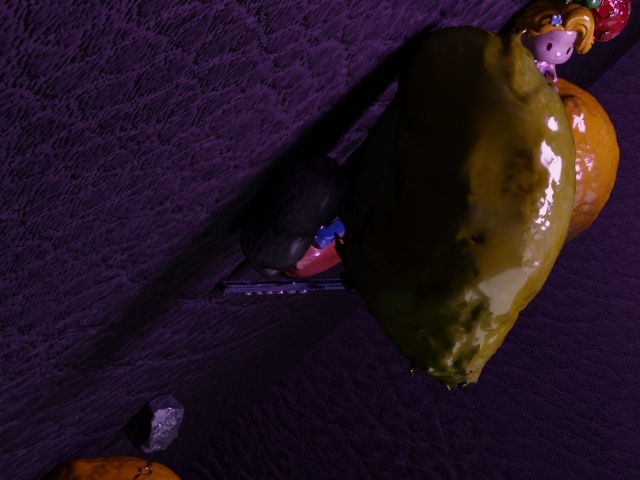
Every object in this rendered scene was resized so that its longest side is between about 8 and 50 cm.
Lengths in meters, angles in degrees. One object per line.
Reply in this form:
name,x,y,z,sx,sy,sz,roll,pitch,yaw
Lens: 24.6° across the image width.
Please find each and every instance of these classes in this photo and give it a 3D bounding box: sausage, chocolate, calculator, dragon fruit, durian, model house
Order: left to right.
model house,-0.241,0.263,2.183,0.079,0.066,0.083,-19,140,-49
chocolate,-0.029,-0.025,1.458,0.072,0.072,0.167,-37,169,-42
calculator,-0.032,0.054,1.732,0.172,0.018,0.057,-3,179,4
sausage,0.000,0.000,1.788,0.077,0.077,0.194,-46,170,30
durian,0.129,-0.039,1.438,0.204,0.256,0.339,-13,143,-50
dragon fruit,0.357,-0.301,1.950,0.094,0.094,0.190,-42,179,-11

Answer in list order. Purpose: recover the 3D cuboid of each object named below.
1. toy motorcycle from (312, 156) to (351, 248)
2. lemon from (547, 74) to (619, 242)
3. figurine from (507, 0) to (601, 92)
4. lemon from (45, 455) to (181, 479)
toy motorcycle,0.028,-0.045,1.698,0.114,0.076,0.205,-36,180,30
lemon,0.304,-0.105,2.172,0.253,0.253,0.310,-36,166,-47
figurine,0.275,-0.261,1.791,0.095,0.115,0.156,1,126,-31
lemon,-0.281,0.425,1.979,0.293,0.293,0.293,-42,174,-6
